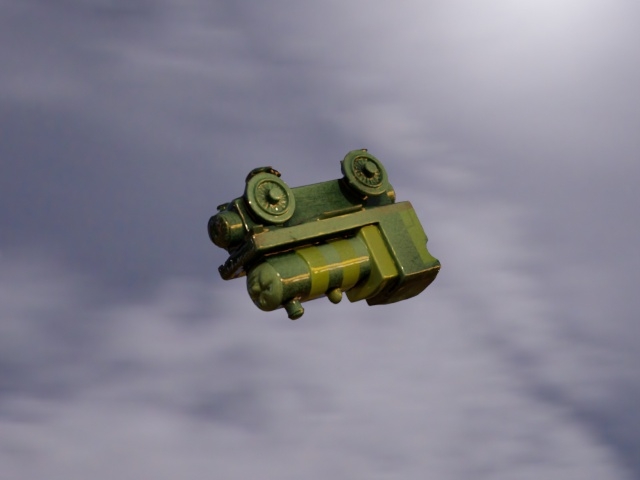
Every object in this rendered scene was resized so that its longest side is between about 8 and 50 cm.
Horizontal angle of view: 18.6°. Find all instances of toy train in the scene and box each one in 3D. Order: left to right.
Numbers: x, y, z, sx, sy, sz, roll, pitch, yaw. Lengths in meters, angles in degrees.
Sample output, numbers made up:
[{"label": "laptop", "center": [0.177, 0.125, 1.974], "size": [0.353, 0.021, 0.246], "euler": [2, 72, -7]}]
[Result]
[{"label": "toy train", "center": [0.000, 0.000, 1.668], "size": [0.200, 0.132, 0.083], "euler": [-15, -18, -38]}]
